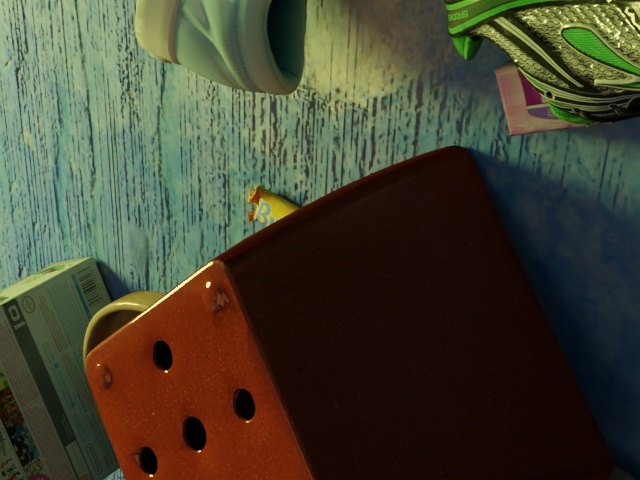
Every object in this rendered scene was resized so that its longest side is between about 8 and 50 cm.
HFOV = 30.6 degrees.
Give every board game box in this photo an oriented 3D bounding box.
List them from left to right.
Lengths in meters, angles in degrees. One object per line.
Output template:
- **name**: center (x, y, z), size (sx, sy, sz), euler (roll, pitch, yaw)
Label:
- **board game box**: center (-0.330, 0.179, 1.193), size (0.097, 0.303, 0.224), euler (-7, 108, 45)

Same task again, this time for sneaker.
- **sneaker**: center (-0.018, -0.260, 0.802), size (0.150, 0.135, 0.366), euler (26, 134, 8)
- **sneaker**: center (0.201, -0.124, 0.647), size (0.343, 0.134, 0.146), euler (36, 138, 45)

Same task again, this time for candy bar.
- **candy bar**: center (0.000, 0.000, 0.995), size (0.161, 0.018, 0.040), euler (30, 130, 27)

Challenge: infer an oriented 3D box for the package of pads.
- **package of pads**: center (0.159, -0.100, 0.779), size (0.083, 0.032, 0.050), euler (-4, 110, 44)

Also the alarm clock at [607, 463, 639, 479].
- **alarm clock**: center (0.209, 0.221, 0.883), size (0.192, 0.064, 0.129), euler (-34, 100, 39)

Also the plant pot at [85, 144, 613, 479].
- **plant pot**: center (-0.005, 0.111, 0.840), size (0.267, 0.236, 0.267), euler (-35, 72, 40)

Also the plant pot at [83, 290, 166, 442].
- **plant pot**: center (-0.106, 0.144, 1.107), size (0.237, 0.110, 0.237), euler (23, 127, 35)
